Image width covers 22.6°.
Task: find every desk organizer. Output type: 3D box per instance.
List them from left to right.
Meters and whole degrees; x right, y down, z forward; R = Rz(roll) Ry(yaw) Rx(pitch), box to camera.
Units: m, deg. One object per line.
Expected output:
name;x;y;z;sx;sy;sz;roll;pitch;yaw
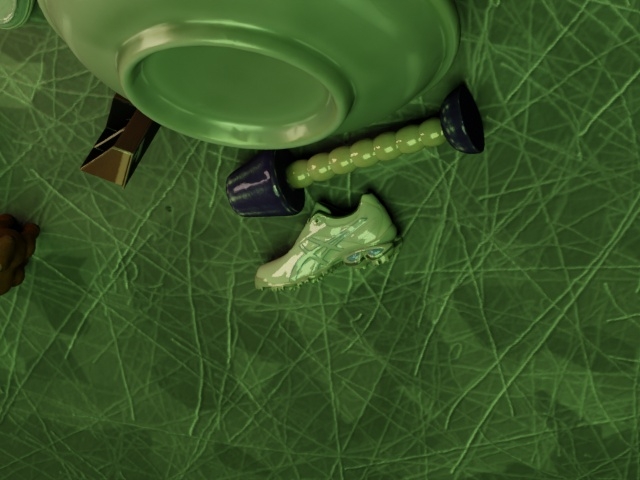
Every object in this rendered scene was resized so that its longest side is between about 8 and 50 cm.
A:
desk organizer;-0.202;-0.113;1.656;0.050;0.130;0.047;21;126;0

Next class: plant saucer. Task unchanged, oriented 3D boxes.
plant saucer;-0.073;-0.173;1.479;0.400;0.100;0.400;6;158;3

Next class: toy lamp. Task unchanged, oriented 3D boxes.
toy lamp;0.031;-0.083;1.659;0.274;0.080;0.080;-16;120;23

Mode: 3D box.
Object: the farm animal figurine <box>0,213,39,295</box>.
farm animal figurine;-0.495;-0.013;1.762;0.327;0.172;0.330;-30;113;28

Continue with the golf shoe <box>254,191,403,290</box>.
golf shoe;0.000;0.000;1.745;0.176;0.069;0.086;-19;98;20

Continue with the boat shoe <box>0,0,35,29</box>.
boat shoe;-0.343;-0.303;1.584;0.079;0.081;0.227;-1;124;13
